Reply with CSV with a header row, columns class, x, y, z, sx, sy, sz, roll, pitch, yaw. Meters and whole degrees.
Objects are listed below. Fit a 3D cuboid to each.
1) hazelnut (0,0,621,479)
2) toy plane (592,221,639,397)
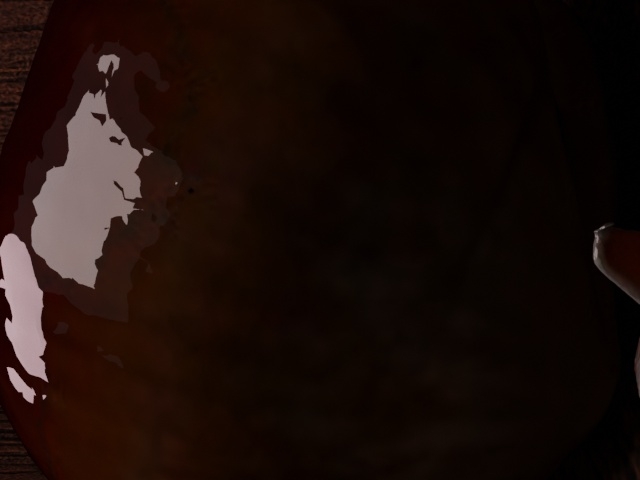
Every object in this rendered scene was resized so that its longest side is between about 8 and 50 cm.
class,x,y,z,sx,sy,sz,roll,pitch,yaw
hazelnut,0.000,0.000,0.838,0.359,0.359,0.409,-102,21,-50
toy plane,0.159,0.131,0.535,0.223,0.104,0.326,-160,68,-79
